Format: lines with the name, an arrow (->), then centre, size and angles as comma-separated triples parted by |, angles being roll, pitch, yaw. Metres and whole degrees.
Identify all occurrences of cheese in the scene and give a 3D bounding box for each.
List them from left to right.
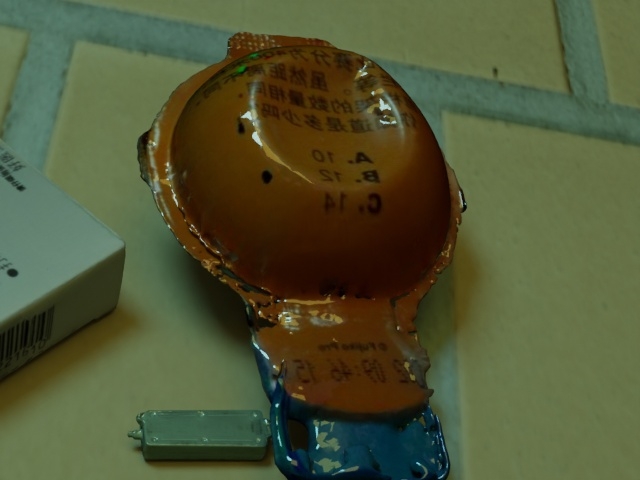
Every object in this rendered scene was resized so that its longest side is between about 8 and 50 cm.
cheese -> 0.000, 0.000, 0.860 | 0.217, 0.129, 0.329 | 1, 57, -21

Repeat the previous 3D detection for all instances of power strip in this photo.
power strip -> -0.069, 0.110, 0.801 | 0.083, 0.017, 0.027 | 2, 44, -16

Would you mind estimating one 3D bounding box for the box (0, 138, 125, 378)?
box -> -0.315, -0.032, 0.839 | 0.353, 0.069, 0.214 | 36, 47, 22
